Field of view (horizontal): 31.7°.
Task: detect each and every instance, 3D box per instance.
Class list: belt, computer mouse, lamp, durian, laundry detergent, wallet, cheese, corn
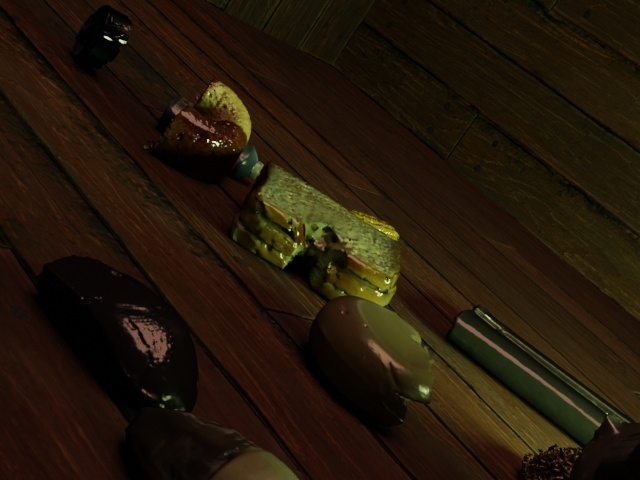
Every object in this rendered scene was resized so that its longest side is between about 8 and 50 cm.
[{"bbox_3d":[-0.395,-0.366,2.024,0.058,0.105,0.140,27,-28,-31],"label":"belt"},{"bbox_3d":[-0.189,0.083,1.107,0.217,0.073,0.122,43,16,35],"label":"computer mouse"},{"bbox_3d":[-0.077,0.207,0.914,0.250,0.101,0.101,29,9,34],"label":"lamp"},{"bbox_3d":[0.357,0.330,1.494,0.188,0.091,0.148,42,16,21],"label":"durian"},{"bbox_3d":[-0.184,-0.173,1.989,0.206,0.061,0.096,34,15,-2],"label":"laundry detergent"},{"bbox_3d":[0.401,0.253,1.905,0.406,0.062,0.228,38,14,14],"label":"wallet"},{"bbox_3d":[0.069,0.154,1.426,0.175,0.091,0.202,29,16,-21],"label":"cheese"},{"bbox_3d":[0.057,-0.016,1.986,0.238,0.080,0.080,20,20,-49],"label":"corn"}]

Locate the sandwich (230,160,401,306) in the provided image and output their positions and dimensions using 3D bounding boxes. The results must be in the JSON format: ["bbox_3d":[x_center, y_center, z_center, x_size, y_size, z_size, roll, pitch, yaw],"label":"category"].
[{"bbox_3d":[-0.001,0.001,1.762,0.273,0.095,0.249,32,14,-4],"label":"sandwich"}]

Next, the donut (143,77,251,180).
[{"bbox_3d":[-0.181,-0.187,1.877,0.141,0.085,0.217,37,34,-9],"label":"donut"}]

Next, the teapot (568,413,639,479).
[{"bbox_3d":[0.462,0.332,1.229,0.376,0.306,0.362,66,-21,7],"label":"teapot"}]
